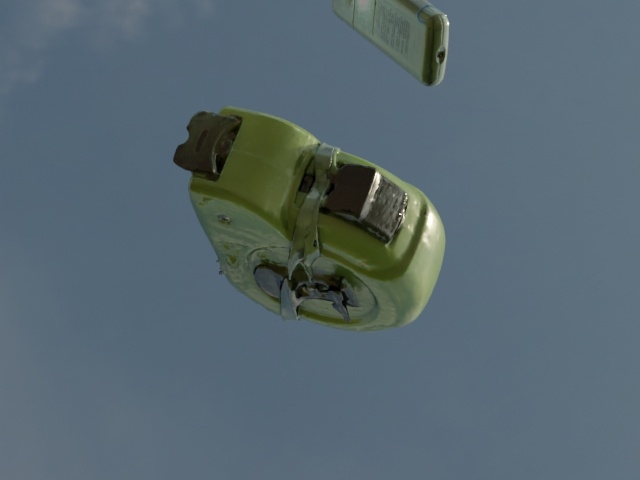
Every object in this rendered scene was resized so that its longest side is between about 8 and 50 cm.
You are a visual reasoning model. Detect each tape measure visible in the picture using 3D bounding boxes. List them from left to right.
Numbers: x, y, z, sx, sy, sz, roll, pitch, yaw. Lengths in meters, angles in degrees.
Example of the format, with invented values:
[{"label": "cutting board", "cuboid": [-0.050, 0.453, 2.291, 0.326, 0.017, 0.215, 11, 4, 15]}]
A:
[{"label": "tape measure", "cuboid": [0.000, 0.000, 1.232, 0.154, 0.177, 0.087, 12, -115, 16]}]

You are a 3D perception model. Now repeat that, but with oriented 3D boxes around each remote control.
[{"label": "remote control", "cuboid": [0.044, -0.146, 1.268, 0.124, 0.018, 0.053, 43, -41, 46]}]
